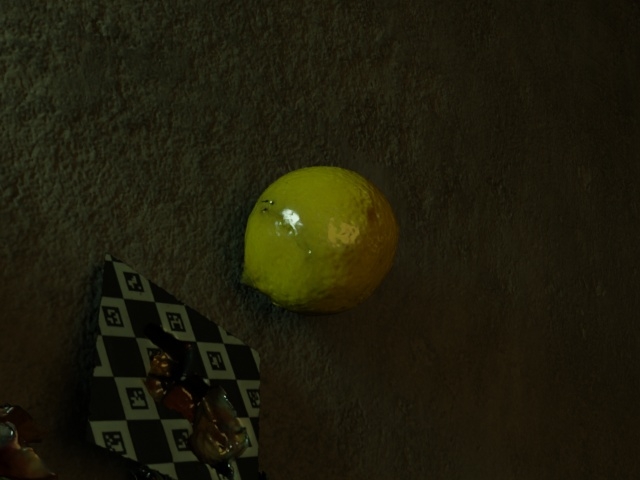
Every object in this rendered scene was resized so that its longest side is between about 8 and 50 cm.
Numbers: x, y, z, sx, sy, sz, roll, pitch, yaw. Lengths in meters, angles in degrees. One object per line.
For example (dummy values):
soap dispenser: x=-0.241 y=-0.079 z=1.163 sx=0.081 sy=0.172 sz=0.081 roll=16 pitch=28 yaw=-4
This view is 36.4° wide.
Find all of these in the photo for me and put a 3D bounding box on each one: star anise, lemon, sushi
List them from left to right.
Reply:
star anise: x=-0.399 y=0.200 z=1.018 sx=0.288 sy=0.288 sz=0.088 roll=16 pitch=102 yaw=-40
sushi: x=-0.203 y=0.203 z=1.292 sx=0.292 sy=0.059 sz=0.294 roll=37 pitch=33 yaw=-32
lemon: x=0.005 y=-0.004 z=1.492 sx=0.253 sy=0.228 sz=0.228 roll=-37 pitch=100 yaw=-46

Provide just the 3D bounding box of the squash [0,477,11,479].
squash: x=-0.335 y=0.383 z=1.092 sx=0.082 sy=0.082 sz=0.292 roll=0 pitch=73 yaw=-45

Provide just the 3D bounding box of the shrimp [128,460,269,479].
shrimp: x=-0.151 y=0.349 z=1.325 sx=0.262 sy=0.051 sz=0.198 roll=54 pitch=36 yaw=-10
